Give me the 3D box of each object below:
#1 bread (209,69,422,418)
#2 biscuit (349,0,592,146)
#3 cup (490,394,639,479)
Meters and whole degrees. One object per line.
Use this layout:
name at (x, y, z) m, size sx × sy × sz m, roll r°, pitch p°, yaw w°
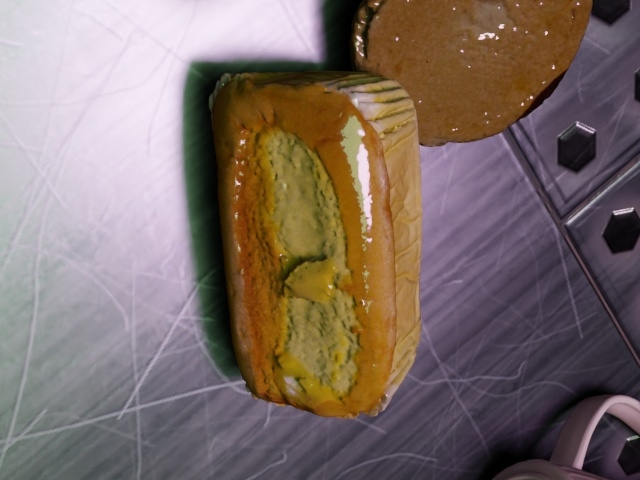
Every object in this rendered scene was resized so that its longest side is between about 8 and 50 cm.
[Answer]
bread at (0.000, 0.000, 1.022) m, size 0.119 × 0.152 × 0.288 m, roll -33°, pitch 124°, yaw -55°
biscuit at (0.125, -0.177, 1.047) m, size 0.226 × 0.042 × 0.226 m, roll -11°, pitch 129°, yaw -13°
cup at (0.299, 0.316, 1.213) m, size 0.273 × 0.208 × 0.288 m, roll 24°, pitch 96°, yaw -26°
